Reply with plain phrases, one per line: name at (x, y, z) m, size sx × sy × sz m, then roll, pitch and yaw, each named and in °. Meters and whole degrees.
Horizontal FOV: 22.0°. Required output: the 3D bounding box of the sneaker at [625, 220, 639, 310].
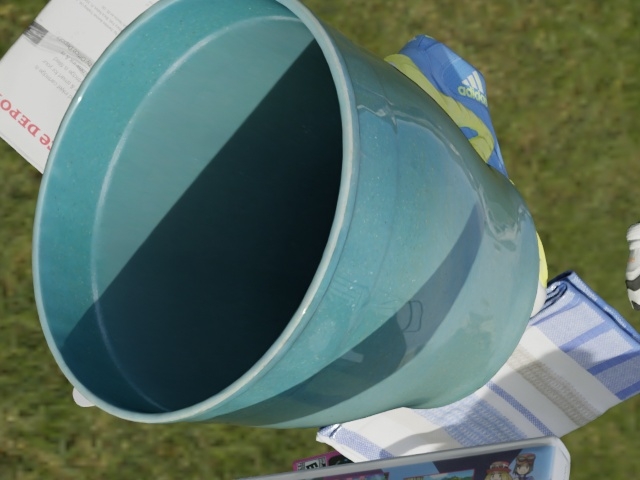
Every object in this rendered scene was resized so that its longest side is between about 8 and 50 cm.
sneaker at (0.196, 0.022, 0.777) m, size 0.040 × 0.109 × 0.043 m, roll 66°, pitch 36°, yaw -74°

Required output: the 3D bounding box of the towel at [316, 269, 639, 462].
towel at (0.161, 0.147, 1.506) m, size 0.209 × 0.285 × 0.034 m, roll 38°, pitch 28°, yaw -41°

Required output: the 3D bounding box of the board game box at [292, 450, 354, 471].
board game box at (0.127, 0.343, 2.045) m, size 0.224 × 0.303 × 0.097 m, roll -98°, pitch 174°, yaw -54°

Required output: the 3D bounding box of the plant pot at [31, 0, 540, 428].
plant pot at (0.000, 0.000, 1.061) m, size 0.255 × 0.272 × 0.271 m, roll 18°, pitch 72°, yaw -45°

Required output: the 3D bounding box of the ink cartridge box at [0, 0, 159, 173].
ink cartridge box at (-0.271, -0.218, 2.156) m, size 0.307 × 0.223 × 0.129 m, roll -49°, pitch 169°, yaw 2°

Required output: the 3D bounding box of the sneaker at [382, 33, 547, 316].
sneaker at (0.117, -0.055, 1.250) m, size 0.240 × 0.091 × 0.126 m, roll 59°, pitch 38°, yaw -29°

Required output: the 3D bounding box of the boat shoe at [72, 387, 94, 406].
boat shoe at (-0.187, 0.142, 1.586) m, size 0.035 × 0.100 × 0.035 m, roll 9°, pitch 69°, yaw -71°

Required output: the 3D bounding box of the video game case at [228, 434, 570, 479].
video game case at (0.017, 0.186, 0.796) m, size 0.023 × 0.201 × 0.183 m, roll 53°, pitch 37°, yaw -37°
